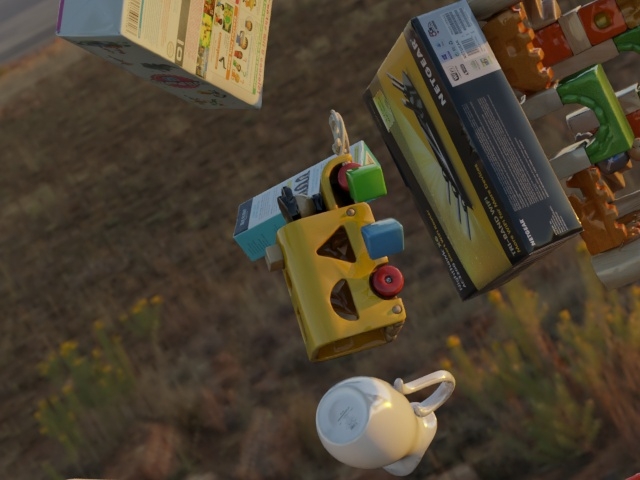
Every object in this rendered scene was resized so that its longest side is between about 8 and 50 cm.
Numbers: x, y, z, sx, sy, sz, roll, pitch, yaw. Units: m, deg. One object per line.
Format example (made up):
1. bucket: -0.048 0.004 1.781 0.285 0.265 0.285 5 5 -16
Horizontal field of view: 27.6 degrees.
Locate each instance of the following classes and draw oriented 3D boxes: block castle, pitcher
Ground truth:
1. block castle: 0.382 -0.193 1.651 0.213 0.453 0.303 -24 9 22
2. pitcher: 0.096 0.241 1.829 0.125 0.207 0.177 40 97 34

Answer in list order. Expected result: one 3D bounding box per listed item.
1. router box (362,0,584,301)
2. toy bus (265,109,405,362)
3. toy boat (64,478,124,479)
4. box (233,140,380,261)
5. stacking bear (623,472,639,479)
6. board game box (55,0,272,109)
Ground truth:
1. router box: 0.175 -0.101 1.588 0.081 0.308 0.243 -22 -10 -17
2. toy bus: 0.004 0.009 1.175 0.104 0.191 0.202 -16 29 -9
3. toy boat: -0.344 0.474 2.085 0.231 0.151 0.151 9 -42 -33
4. box: -0.021 -0.063 2.104 0.244 0.060 0.100 -27 28 20
5. stacking bear: 0.376 0.438 1.462 0.175 0.289 0.164 -24 24 -16
6. board game box: -0.171 -0.300 1.547 0.098 0.224 0.303 2 -10 29
